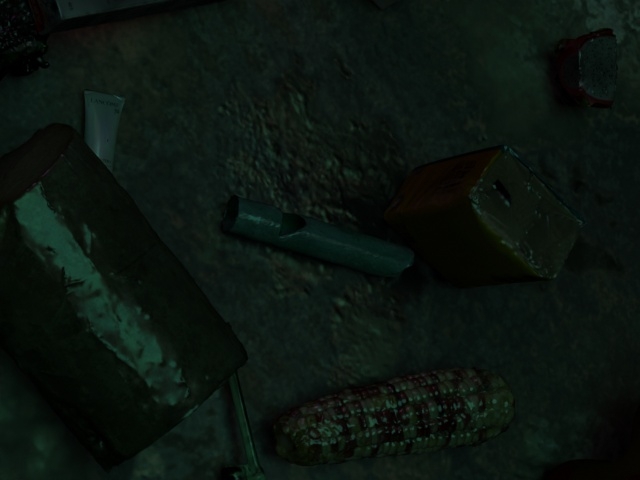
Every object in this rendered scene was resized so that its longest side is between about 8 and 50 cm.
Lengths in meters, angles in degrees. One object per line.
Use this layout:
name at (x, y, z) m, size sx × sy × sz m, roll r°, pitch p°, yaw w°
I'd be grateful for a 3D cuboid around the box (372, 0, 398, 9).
box at (0.082, -0.386, 1.321) m, size 0.194 × 0.111 × 0.260 m, roll 42°, pitch 66°, yaw -15°

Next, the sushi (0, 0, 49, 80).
sushi at (-0.264, -0.178, 1.145) m, size 0.083 × 0.056 × 0.085 m, roll -30°, pitch 105°, yaw -61°

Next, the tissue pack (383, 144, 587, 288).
tissue pack at (0.148, -0.017, 1.274) m, size 0.120 × 0.169 × 0.082 m, roll 42°, pitch 71°, yaw -16°

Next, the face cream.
face cream at (-0.195, -0.076, 1.201) m, size 0.038 × 0.020 × 0.115 m, roll 9°, pitch 77°, yaw -23°

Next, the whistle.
whistle at (0.000, 0.000, 1.273) m, size 0.186 × 0.039 × 0.039 m, roll 17°, pitch 76°, yaw -22°

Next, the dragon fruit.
dragon fruit at (0.269, -0.176, 1.410) m, size 0.056 × 0.060 × 0.083 m, roll -3°, pitch 95°, yaw -24°

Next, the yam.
yam at (-0.188, 0.050, 1.115) m, size 0.161 × 0.161 × 0.268 m, roll -42°, pitch 103°, yaw -24°

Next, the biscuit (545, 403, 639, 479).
biscuit at (0.293, 0.284, 1.245) m, size 0.064 × 0.283 × 0.432 m, roll 35°, pitch 79°, yaw -37°

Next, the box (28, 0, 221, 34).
box at (-0.156, -0.226, 1.194) m, size 0.218 × 0.039 × 0.055 m, roll -22°, pitch 93°, yaw -43°

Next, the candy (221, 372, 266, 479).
candy at (-0.055, 0.210, 1.208) m, size 0.078 × 0.084 × 0.288 m, roll -11°, pitch 81°, yaw -22°

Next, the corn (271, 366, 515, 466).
corn at (0.068, 0.167, 1.266) m, size 0.237 × 0.079 × 0.080 m, roll -9°, pitch 87°, yaw -24°
